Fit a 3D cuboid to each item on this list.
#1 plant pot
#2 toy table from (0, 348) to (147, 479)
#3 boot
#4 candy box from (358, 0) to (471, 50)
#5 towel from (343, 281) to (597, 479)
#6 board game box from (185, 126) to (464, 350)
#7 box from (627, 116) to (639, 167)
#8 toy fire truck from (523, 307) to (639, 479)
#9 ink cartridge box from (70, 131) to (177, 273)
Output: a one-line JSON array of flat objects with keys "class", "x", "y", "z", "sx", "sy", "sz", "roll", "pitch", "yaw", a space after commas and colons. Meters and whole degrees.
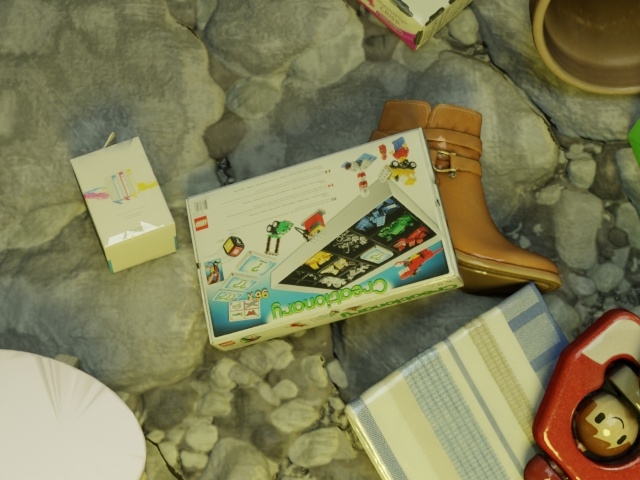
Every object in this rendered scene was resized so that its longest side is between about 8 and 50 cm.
[{"class": "plant pot", "x": 0.400, "y": -0.362, "z": 1.535, "sx": 0.263, "sy": 0.263, "sz": 0.229, "roll": 4, "pitch": 50, "yaw": -4}, {"class": "toy table", "x": -0.323, "y": 0.225, "z": 1.269, "sx": 0.274, "sy": 0.161, "sz": 0.252, "roll": 24, "pitch": 68, "yaw": 4}, {"class": "boot", "x": 0.179, "y": -0.055, "z": 1.459, "sx": 0.283, "sy": 0.109, "sz": 0.220, "roll": 12, "pitch": 69, "yaw": 11}, {"class": "candy box", "x": 0.156, "y": -0.393, "z": 1.598, "sx": 0.233, "sy": 0.071, "sz": 0.159, "roll": -42, "pitch": 78, "yaw": -19}, {"class": "towel", "x": 0.186, "y": 0.206, "z": 1.357, "sx": 0.285, "sy": 0.034, "sz": 0.209, "roll": -32, "pitch": 96, "yaw": -16}, {"class": "board game box", "x": 0.000, "y": 0.000, "z": 1.388, "sx": 0.305, "sy": 0.053, "sz": 0.193, "roll": -16, "pitch": 70, "yaw": 11}, {"class": "box", "x": 0.559, "y": -0.073, "z": 1.482, "sx": 0.231, "sy": 0.127, "sz": 0.262, "roll": -14, "pitch": 70, "yaw": -11}, {"class": "toy fire truck", "x": 0.371, "y": 0.243, "z": 1.313, "sx": 0.254, "sy": 0.169, "sz": 0.302, "roll": -42, "pitch": 94, "yaw": -1}, {"class": "ink cartridge box", "x": -0.242, "y": -0.050, "z": 1.419, "sx": 0.090, "sy": 0.092, "sz": 0.143, "roll": -21, "pitch": 71, "yaw": -12}]
